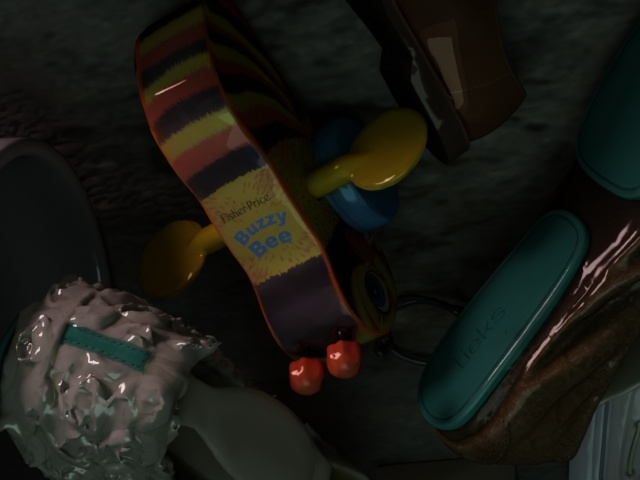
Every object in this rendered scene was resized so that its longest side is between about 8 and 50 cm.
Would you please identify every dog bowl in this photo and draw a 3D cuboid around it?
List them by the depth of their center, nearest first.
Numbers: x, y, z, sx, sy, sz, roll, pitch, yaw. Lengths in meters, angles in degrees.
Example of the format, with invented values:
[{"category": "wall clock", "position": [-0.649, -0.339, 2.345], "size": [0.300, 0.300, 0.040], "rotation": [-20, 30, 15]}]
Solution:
[{"category": "dog bowl", "position": [-0.211, 0.072, 0.889], "size": [0.104, 0.265, 0.265], "rotation": [-1, 124, 11]}]

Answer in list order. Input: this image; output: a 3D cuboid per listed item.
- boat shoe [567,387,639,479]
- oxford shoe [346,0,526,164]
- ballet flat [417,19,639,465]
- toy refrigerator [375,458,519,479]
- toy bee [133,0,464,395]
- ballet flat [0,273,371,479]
[{"category": "boat shoe", "position": [0.199, 0.123, 0.982], "size": [0.076, 0.083, 0.226], "rotation": [0, 123, 8]}, {"category": "oxford shoe", "position": [0.052, -0.149, 0.837], "size": [0.076, 0.076, 0.212], "rotation": [-33, 118, -6]}, {"category": "ballet flat", "position": [0.189, -0.007, 0.862], "size": [0.124, 0.116, 0.342], "rotation": [24, 104, -28]}, {"category": "toy refrigerator", "position": [0.110, 0.291, 1.102], "size": [0.102, 0.094, 0.269], "rotation": [-6, 123, 11]}, {"category": "toy bee", "position": [0.000, 0.000, 0.876], "size": [0.298, 0.162, 0.195], "rotation": [32, 122, -13]}, {"category": "ballet flat", "position": [-0.043, 0.155, 0.912], "size": [0.147, 0.147, 0.409], "rotation": [-17, 147, 18]}]
